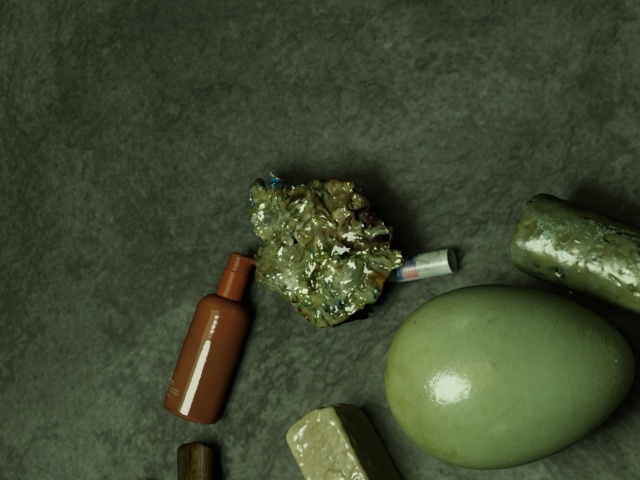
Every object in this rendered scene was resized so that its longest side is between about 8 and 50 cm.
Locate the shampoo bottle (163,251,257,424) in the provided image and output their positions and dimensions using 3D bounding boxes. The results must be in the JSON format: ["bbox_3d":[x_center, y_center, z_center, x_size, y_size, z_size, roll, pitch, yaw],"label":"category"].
[{"bbox_3d":[-0.146,0.136,1.730,0.085,0.085,0.244,21,89,31],"label":"shampoo bottle"}]

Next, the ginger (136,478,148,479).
[{"bbox_3d":[-0.277,0.428,1.760,0.096,0.067,0.165,-2,66,29],"label":"ginger"}]

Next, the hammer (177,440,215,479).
[{"bbox_3d":[-0.162,0.464,1.644,0.242,0.095,0.409,-40,43,50],"label":"hammer"}]

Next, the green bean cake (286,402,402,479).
[{"bbox_3d":[0.041,0.303,1.575,0.085,0.109,0.179,-36,65,19],"label":"green bean cake"}]

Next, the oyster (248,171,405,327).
[{"bbox_3d":[-0.005,0.000,1.660,0.198,0.092,0.260,-51,52,20],"label":"oyster"}]

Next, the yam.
[{"bbox_3d":[0.335,0.021,1.463,0.194,0.107,0.107,23,92,31],"label":"yam"}]

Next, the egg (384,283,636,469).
[{"bbox_3d":[0.221,0.159,1.440,0.295,0.218,0.219,-5,78,16],"label":"egg"}]

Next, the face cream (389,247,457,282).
[{"bbox_3d":[0.116,0.037,1.626,0.130,0.034,0.034,-11,75,29],"label":"face cream"}]
